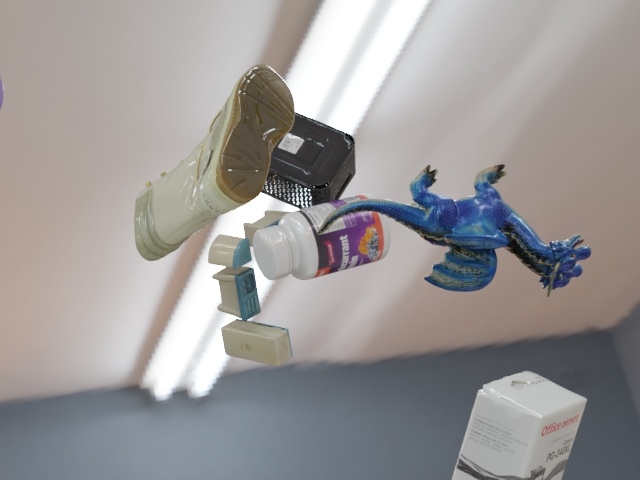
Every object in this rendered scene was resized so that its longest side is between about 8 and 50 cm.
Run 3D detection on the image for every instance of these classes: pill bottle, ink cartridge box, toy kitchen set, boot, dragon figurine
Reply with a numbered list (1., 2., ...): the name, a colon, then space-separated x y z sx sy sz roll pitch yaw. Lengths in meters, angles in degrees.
1. pill bottle: 0.000 0.000 2.390 0.193 0.108 0.108 -15 -22 -24
2. ink cartridge box: 0.162 0.197 1.338 0.109 0.063 0.150 -8 -64 -59
3. toy kitchen set: -0.078 0.075 2.604 0.122 0.207 0.166 10 28 39
4. boot: -0.114 -0.082 1.640 0.077 0.213 0.165 40 -50 -20
5. dragon figurine: 0.154 -0.003 1.703 0.289 0.144 0.085 -2 -41 -20

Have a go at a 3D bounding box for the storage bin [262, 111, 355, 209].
1. storage bin: -0.042 -0.133 2.555 0.180 0.122 0.084 24 -28 15

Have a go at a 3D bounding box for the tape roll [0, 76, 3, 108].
1. tape roll: -0.457 -0.176 1.752 0.189 0.189 0.080 9 -37 -43
